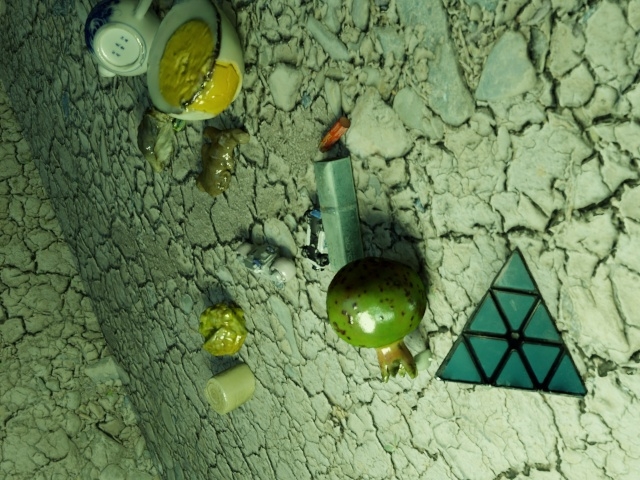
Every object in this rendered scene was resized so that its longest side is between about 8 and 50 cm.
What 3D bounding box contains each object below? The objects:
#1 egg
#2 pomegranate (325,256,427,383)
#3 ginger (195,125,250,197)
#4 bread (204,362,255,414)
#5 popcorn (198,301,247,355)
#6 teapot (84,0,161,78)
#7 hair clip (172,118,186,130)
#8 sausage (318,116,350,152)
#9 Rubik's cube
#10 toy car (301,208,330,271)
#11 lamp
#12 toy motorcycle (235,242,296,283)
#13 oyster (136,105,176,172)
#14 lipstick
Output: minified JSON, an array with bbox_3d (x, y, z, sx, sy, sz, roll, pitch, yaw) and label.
[{"bbox_3d":[-0.327,-0.492,1.834,0.337,0.201,0.337,-7,78,36],"label":"egg"},{"bbox_3d":[0.123,0.178,1.478,0.231,0.231,0.286,-14,71,53],"label":"pomegranate"},{"bbox_3d":[-0.327,-0.248,2.033,0.166,0.080,0.333,44,139,16],"label":"ginger"},{"bbox_3d":[-0.310,0.515,2.269,0.134,0.141,0.148,58,142,13],"label":"bread"},{"bbox_3d":[-0.322,0.300,2.197,0.197,0.155,0.198,-14,74,62],"label":"popcorn"},{"bbox_3d":[-0.634,-0.683,2.144,0.424,0.252,0.280,-48,26,29],"label":"teapot"},{"bbox_3d":[-0.448,-0.436,2.150,0.060,0.033,0.188,51,136,23],"label":"hair clip"},{"bbox_3d":[0.028,-0.256,1.614,0.129,0.034,0.034,-42,71,50],"label":"sausage"},{"bbox_3d":[0.352,0.205,1.294,0.229,0.228,0.233,52,-159,-36],"label":"Rubik's cube"},{"bbox_3d":[0.000,0.000,1.721,0.080,0.070,0.171,27,122,44],"label":"toy car"},{"bbox_3d":[0.302,0.295,1.474,0.198,0.056,0.050,11,110,46],"label":"lamp"},{"bbox_3d":[-0.162,0.074,1.952,0.254,0.112,0.112,18,118,46],"label":"toy motorcycle"},{"bbox_3d":[-0.567,-0.384,2.259,0.166,0.110,0.341,60,141,15],"label":"oyster"},{"bbox_3d":[0.049,-0.060,1.629,0.076,0.077,0.290,5,108,51],"label":"lipstick"}]
